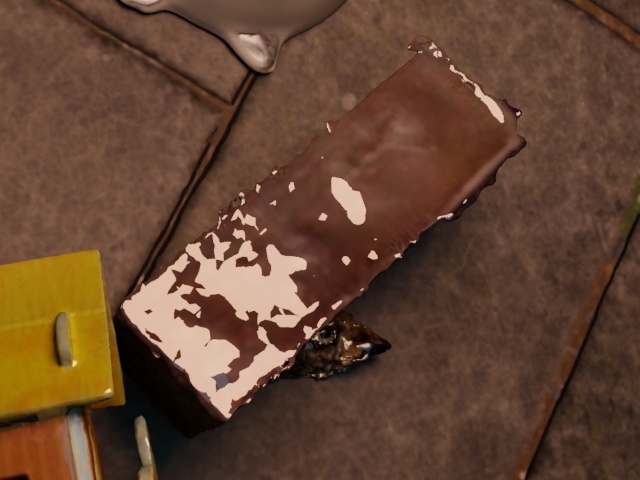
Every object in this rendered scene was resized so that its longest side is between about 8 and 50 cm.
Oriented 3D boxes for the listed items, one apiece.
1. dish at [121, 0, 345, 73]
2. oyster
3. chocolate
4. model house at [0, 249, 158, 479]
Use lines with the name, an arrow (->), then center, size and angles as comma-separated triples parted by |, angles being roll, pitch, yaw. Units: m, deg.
dish -> -0.032, -0.250, 0.934 | 0.228, 0.086, 0.236 | 30, 72, -13
oyster -> -0.019, 0.062, 0.912 | 0.132, 0.029, 0.086 | -15, 86, -19
chocolate -> 0.000, 0.000, 0.867 | 0.112, 0.112, 0.321 | 45, 62, 3
model house -> -0.232, 0.058, 0.647 | 0.301, 0.340, 0.323 | -11, 83, -7
